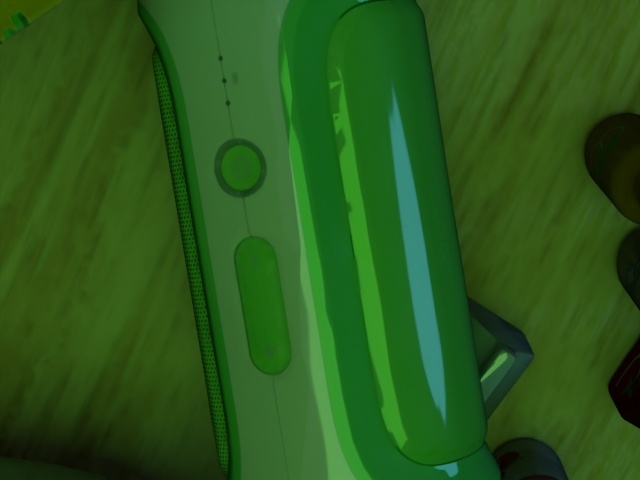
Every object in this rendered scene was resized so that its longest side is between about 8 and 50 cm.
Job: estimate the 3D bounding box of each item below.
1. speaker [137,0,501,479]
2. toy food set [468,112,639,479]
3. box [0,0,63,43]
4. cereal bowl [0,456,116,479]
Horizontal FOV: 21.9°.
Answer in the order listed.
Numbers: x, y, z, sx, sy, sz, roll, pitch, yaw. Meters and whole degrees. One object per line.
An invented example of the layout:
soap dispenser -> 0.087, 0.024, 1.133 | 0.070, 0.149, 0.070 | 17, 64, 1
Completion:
speaker -> 0.000, 0.000, 0.713 | 0.131, 0.131, 0.296 | -9, 93, 1
toy food set -> 0.118, 0.065, 0.768 | 0.111, 0.104, 0.232 | 34, 102, -10
box -> -0.142, -0.223, 0.548 | 0.290, 0.177, 0.279 | -37, 110, -7
cereal bowl -> -0.154, 0.251, 0.793 | 0.339, 0.141, 0.339 | -1, 106, -2
